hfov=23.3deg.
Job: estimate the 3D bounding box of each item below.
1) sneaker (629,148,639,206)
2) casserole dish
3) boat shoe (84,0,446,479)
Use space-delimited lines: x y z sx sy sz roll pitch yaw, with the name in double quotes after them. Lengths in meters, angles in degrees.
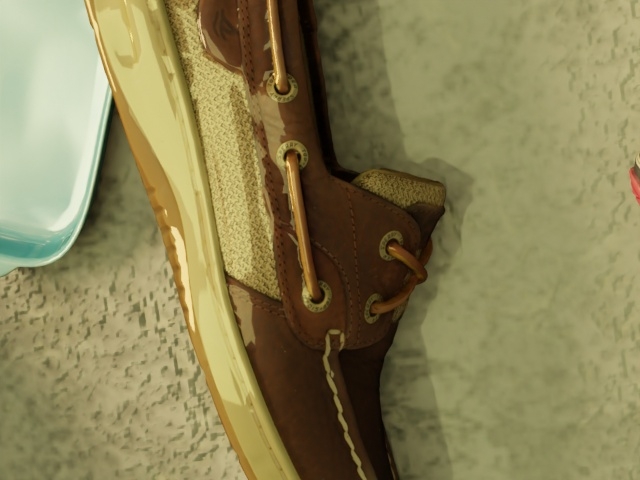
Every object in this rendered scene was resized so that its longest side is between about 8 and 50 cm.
0.251 -0.102 0.622 0.299 0.121 0.112 -35 117 13 "sneaker"
-0.154 -0.075 0.783 0.114 0.037 0.188 14 99 12 "casserole dish"
0.000 0.000 0.710 0.123 0.123 0.342 -18 93 6 "boat shoe"
